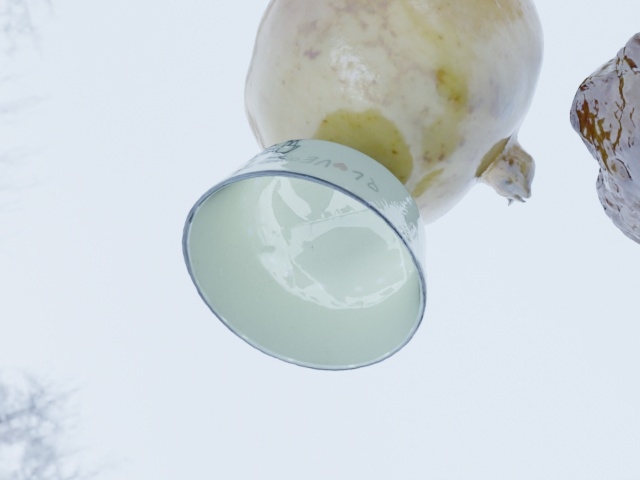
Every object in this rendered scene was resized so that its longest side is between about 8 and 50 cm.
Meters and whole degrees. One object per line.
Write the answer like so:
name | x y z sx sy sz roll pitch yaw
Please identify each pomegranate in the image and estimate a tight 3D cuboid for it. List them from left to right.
pomegranate | 0.096 -0.162 1.320 0.342 0.342 0.342 48 -33 47

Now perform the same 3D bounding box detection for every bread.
bread | 0.307 -0.071 0.961 0.247 0.135 0.232 48 -33 -11

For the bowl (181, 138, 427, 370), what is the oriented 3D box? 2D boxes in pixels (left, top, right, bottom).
bowl | 0.000 0.000 1.184 0.237 0.126 0.238 12 -50 15
